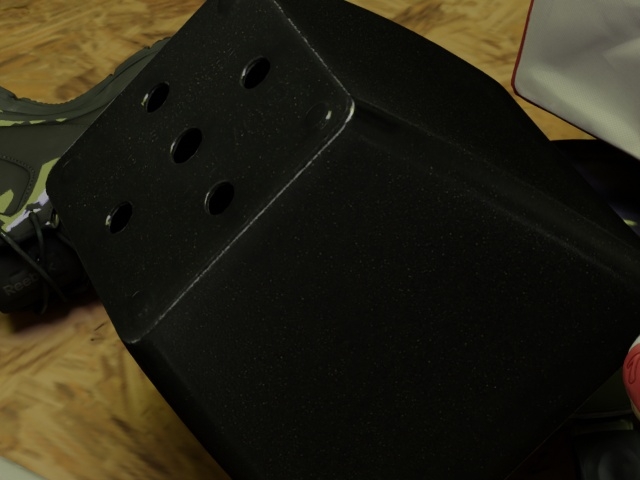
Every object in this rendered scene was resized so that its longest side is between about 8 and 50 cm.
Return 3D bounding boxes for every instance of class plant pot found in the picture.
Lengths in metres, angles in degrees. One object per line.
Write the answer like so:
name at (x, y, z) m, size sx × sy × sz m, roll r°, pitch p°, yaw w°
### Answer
plant pot at (0.000, 0.000, 0.804) m, size 0.188 × 0.167 × 0.187 m, roll -45°, pitch 40°, yaw 9°

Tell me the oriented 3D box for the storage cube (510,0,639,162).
storage cube at (0.234, -0.128, 0.921) m, size 0.193 × 0.215 × 0.183 m, roll -18°, pitch 42°, yaw -40°

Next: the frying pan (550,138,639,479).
frying pan at (0.144, 0.056, 0.862) m, size 0.197 × 0.053 × 0.326 m, roll -20°, pitch 41°, yaw -14°

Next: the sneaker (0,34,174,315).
sneaker at (-0.117, -0.022, 0.984) m, size 0.286 × 0.109 × 0.130 m, roll -9°, pitch 43°, yaw 14°

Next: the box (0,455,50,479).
box at (-0.159, 0.163, 0.721) m, size 0.232 × 0.127 × 0.148 m, roll 21°, pitch 46°, yaw 32°

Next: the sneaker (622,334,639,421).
sneaker at (0.197, 0.042, 0.797) m, size 0.225 × 0.088 × 0.093 m, roll -4°, pitch 41°, yaw -43°
